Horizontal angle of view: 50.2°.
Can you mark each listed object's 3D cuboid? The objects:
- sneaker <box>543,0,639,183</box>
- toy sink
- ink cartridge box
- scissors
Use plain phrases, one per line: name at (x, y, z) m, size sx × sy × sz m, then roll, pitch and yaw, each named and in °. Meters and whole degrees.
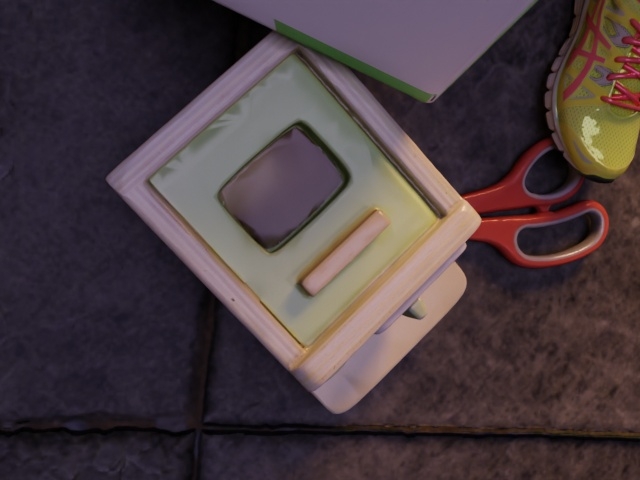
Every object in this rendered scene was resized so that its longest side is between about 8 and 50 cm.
sneaker at (0.241, -0.150, 0.538) m, size 0.081 × 0.094 × 0.209 m, roll 9°, pitch 88°, yaw -18°
toy sink at (0.000, 0.000, 0.453) m, size 0.153 × 0.131 × 0.234 m, roll -43°, pitch 98°, yaw -9°
ink cartridge box at (0.024, -0.248, 0.402) m, size 0.198 × 0.115 × 0.273 m, roll 21°, pitch 58°, yaw -17°
scissors at (0.103, -0.009, 0.552) m, size 0.297 × 0.021 × 0.109 m, roll -14°, pitch 98°, yaw -15°
